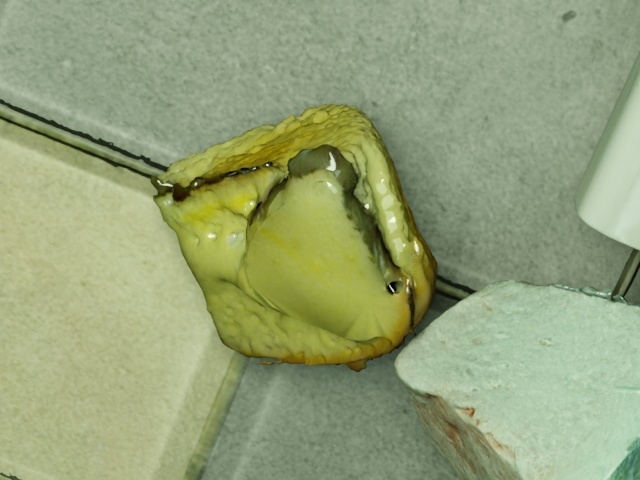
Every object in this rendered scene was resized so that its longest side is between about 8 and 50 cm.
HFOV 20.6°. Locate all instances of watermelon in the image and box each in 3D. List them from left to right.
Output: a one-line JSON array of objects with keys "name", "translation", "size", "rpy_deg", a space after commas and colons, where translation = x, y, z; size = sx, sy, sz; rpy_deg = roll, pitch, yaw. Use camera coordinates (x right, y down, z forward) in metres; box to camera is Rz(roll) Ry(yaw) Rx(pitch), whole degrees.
[{"name": "watermelon", "translation": [0.183, 0.135, 1.389], "size": [0.258, 0.387, 0.228], "rpy_deg": [24, 94, 10]}]

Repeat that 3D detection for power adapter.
[{"name": "power adapter", "translation": [0.316, -0.048, 1.435], "size": [0.187, 0.124, 0.255], "rpy_deg": [22, 107, -1]}]

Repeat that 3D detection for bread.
[{"name": "bread", "translation": [0.000, 0.000, 1.459], "size": [0.262, 0.162, 0.204], "rpy_deg": [0, 115, 49]}]
